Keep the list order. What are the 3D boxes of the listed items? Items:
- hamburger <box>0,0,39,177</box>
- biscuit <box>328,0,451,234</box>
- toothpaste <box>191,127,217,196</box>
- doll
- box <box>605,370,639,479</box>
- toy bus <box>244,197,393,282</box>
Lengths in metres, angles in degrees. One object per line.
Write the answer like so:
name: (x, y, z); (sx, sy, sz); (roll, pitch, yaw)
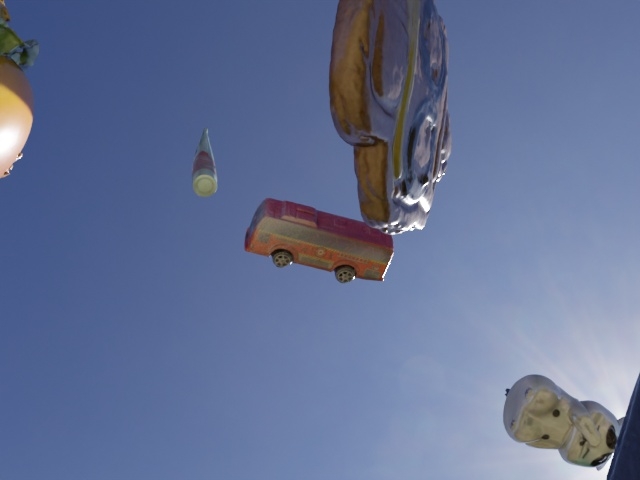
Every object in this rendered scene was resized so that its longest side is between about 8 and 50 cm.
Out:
hamburger: (-0.308, -0.086, 0.467); (0.246, 0.246, 0.170); (-18, -81, 1)
biscuit: (0.075, -0.107, 0.567); (0.041, 0.290, 0.208); (5, -96, 23)
toothpaste: (-0.178, -0.118, 1.037); (0.036, 0.205, 0.056); (13, -68, -17)
doll: (0.372, 0.280, 1.048); (0.180, 0.107, 0.110); (25, -81, 9)
box: (0.331, 0.235, 0.355); (0.345, 0.204, 0.251); (14, -81, -1)
toy bus: (0.000, 0.000, 0.903); (0.192, 0.065, 0.077); (14, -57, -12)
